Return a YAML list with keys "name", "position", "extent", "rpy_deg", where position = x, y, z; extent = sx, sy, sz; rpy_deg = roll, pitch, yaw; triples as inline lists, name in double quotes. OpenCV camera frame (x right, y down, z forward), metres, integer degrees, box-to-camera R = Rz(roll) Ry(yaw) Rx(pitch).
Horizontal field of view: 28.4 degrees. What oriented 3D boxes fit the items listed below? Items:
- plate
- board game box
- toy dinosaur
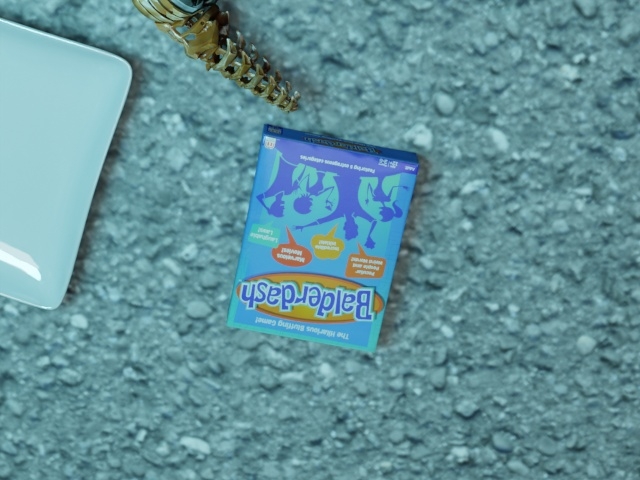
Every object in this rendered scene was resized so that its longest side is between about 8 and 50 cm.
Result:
- name: "plate"
  position: [-0.352, -0.096, 1.256]
  extent: [0.277, 0.045, 0.278]
  rpy_deg: [18, 108, -6]
- name: "board game box"
  position: [0.000, 0.000, 1.294]
  extent: [0.160, 0.047, 0.210]
  rpy_deg: [10, 109, -5]
- name: "toy dinosaur"
  position: [-0.114, -0.270, 1.174]
  extent: [0.218, 0.164, 0.322]
  rpy_deg: [-28, 126, 23]
